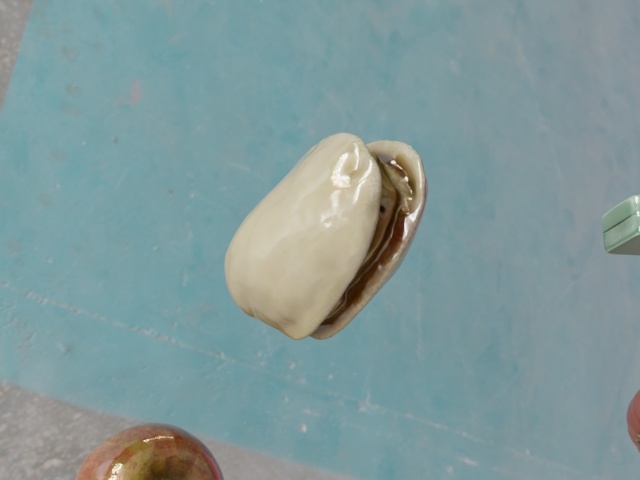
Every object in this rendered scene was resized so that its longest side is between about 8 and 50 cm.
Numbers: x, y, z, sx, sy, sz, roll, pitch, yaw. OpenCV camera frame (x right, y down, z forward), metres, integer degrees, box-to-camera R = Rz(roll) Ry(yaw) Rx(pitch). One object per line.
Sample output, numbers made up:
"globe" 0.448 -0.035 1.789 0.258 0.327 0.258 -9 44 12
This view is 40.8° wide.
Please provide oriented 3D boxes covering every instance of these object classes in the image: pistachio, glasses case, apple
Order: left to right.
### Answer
"apple" -0.221 0.329 1.103 0.188 0.174 0.188 13 65 -30
"pistachio" 0.000 0.000 0.712 0.126 0.223 0.152 9 58 -32
"glasses case" 0.366 -0.011 0.808 0.184 0.078 0.039 2 74 -6

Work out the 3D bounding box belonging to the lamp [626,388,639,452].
"lamp" 0.354 0.187 0.853 0.090 0.101 0.101 -34 96 -29
